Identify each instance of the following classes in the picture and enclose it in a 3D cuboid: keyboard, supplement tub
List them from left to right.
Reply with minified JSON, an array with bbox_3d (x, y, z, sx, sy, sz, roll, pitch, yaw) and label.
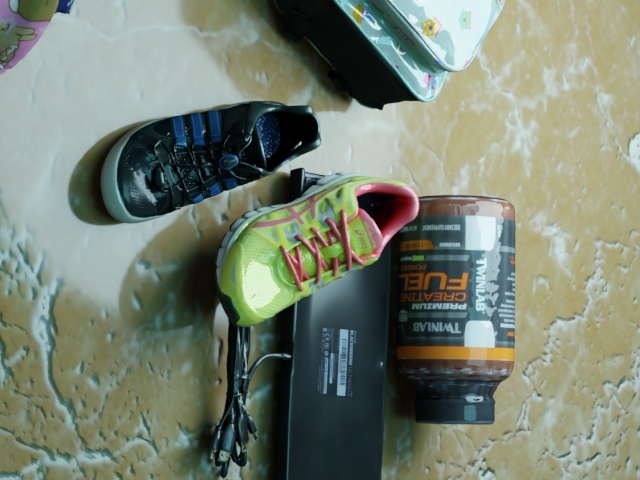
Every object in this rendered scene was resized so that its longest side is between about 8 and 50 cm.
[{"bbox_3d":[-0.018,0.098,1.613,0.201,0.033,0.317,10,79,-46],"label":"keyboard"},{"bbox_3d":[0.119,0.062,1.700,0.106,0.106,0.197,5,83,-45],"label":"supplement tub"}]

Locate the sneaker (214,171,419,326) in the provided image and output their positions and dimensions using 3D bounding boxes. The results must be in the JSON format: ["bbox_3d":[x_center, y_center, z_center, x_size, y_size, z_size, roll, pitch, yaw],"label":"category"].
[{"bbox_3d":[0.000,0.000,1.549,0.208,0.094,0.081,-40,117,-39],"label":"sneaker"}]

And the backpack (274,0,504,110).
[{"bbox_3d":[0.073,-0.228,1.651,0.166,0.144,0.188,44,55,-27],"label":"backpack"}]

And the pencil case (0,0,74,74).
[{"bbox_3d":[-0.341,-0.163,1.219,0.386,0.160,0.167,-16,65,-45],"label":"pencil case"}]

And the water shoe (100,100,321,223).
[{"bbox_3d":[-0.084,-0.071,1.521,0.203,0.080,0.073,-29,107,-43],"label":"water shoe"}]
